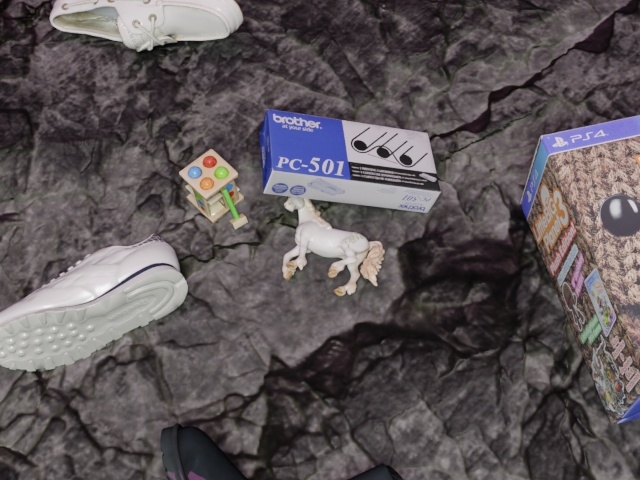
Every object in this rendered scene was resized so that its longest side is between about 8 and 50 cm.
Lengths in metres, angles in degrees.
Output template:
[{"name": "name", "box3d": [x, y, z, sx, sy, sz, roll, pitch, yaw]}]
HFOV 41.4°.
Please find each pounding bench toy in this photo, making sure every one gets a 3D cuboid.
[{"name": "pounding bench toy", "box3d": [-0.122, -0.058, 1.025, 0.052, 0.065, 0.083, -40, 66, -19]}]

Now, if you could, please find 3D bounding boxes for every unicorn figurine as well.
[{"name": "unicorn figurine", "box3d": [0.000, 0.000, 0.996, 0.162, 0.060, 0.111, 26, 54, 1]}]

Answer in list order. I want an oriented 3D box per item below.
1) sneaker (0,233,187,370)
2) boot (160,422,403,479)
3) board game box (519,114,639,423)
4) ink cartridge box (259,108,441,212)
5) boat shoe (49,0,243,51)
[{"name": "sneaker", "box3d": [-0.271, 0.068, 0.960, 0.235, 0.090, 0.094, -20, 48, -13]}, {"name": "boot", "box3d": [-0.023, 0.259, 0.816, 0.207, 0.094, 0.246, -23, 68, -6]}, {"name": "board game box", "box3d": [0.383, 0.017, 0.912, 0.232, 0.141, 0.290, -13, 60, -5]}, {"name": "ink cartridge box", "box3d": [0.034, -0.093, 1.007, 0.207, 0.046, 0.097, 6, 52, -16]}, {"name": "boat shoe", "box3d": [-0.242, -0.300, 1.160, 0.277, 0.098, 0.096, 10, 61, 19]}]
